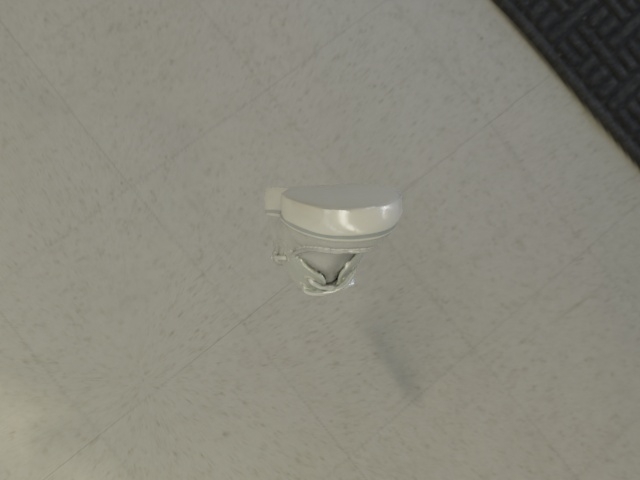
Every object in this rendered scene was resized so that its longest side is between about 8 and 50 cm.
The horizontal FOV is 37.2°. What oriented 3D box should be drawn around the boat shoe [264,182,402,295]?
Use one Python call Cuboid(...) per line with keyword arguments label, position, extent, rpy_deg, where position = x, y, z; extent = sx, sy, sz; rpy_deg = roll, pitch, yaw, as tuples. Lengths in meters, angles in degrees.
Cuboid(label="boat shoe", position=(0.000, 0.000, 0.547), extent=(0.066, 0.184, 0.063), rpy_deg=(-4, 95, -18))
